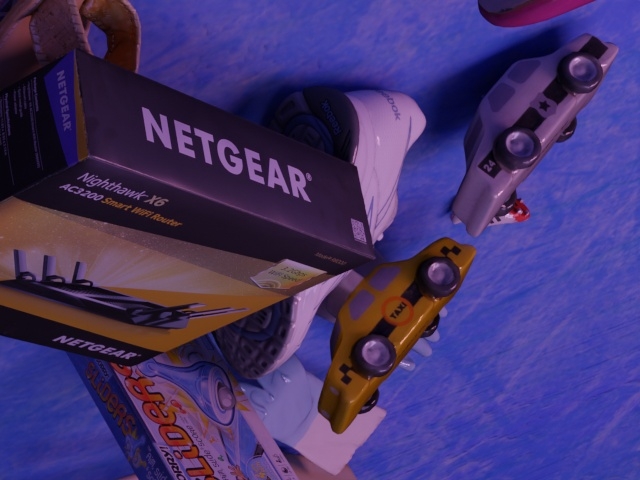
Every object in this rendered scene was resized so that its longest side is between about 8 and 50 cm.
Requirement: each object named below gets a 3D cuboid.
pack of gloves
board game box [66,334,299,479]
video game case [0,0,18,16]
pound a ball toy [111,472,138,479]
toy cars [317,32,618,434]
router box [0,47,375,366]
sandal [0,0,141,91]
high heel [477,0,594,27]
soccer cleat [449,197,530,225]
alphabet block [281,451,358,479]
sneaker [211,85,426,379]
[{"bbox_3d":[0.011,0.099,1.695,0.195,0.046,0.232,-52,145,-1],"label":"pack of gloves"},{"bbox_3d":[-0.106,0.151,1.496,0.136,0.201,0.035,6,129,-46],"label":"board game box"},{"bbox_3d":[-0.227,-0.174,1.158,0.122,0.011,0.087,-9,139,-34],"label":"video game case"},{"bbox_3d":[-0.248,0.285,1.637,0.319,0.136,0.208,-8,110,-33],"label":"pound a ball toy"},{"bbox_3d":[0.101,-0.018,1.548,0.393,0.087,0.176,-56,171,15],"label":"toy cars"},{"bbox_3d":[-0.149,-0.009,1.292,0.243,0.081,0.309,-25,154,30],"label":"router box"},{"bbox_3d":[-0.148,-0.136,1.198,0.088,0.079,0.240,-16,145,-51],"label":"sandal"},{"bbox_3d":[0.289,-0.239,1.410,0.377,0.127,0.181,-35,136,-6],"label":"high heel"},{"bbox_3d":[0.152,-0.025,1.660,0.083,0.029,0.035,4,140,-39],"label":"soccer cleat"},{"bbox_3d":[-0.049,0.329,1.782,0.193,0.192,0.197,-46,144,19],"label":"alphabet block"},{"bbox_3d":[0.000,0.000,1.493,0.129,0.111,0.297,-14,145,-43],"label":"sneaker"}]
